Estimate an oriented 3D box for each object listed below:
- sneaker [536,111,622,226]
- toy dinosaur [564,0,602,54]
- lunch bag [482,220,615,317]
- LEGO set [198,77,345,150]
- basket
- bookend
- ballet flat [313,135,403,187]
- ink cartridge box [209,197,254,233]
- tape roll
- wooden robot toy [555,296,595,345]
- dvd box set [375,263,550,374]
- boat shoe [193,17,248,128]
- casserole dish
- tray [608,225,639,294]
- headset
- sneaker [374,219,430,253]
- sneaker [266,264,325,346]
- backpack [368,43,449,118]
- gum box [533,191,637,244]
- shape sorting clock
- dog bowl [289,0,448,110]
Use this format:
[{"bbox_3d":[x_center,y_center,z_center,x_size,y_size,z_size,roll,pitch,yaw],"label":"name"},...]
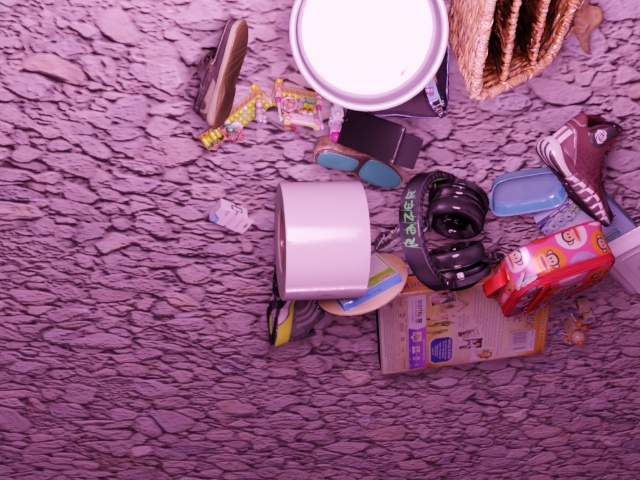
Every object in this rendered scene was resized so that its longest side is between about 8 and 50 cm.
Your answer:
[{"bbox_3d":[0.575,-0.155,1.978,0.162,0.106,0.281,-44,128,3],"label":"sneaker"},{"bbox_3d":[0.475,-0.396,1.773,0.093,0.053,0.183,-13,136,2],"label":"toy dinosaur"},{"bbox_3d":[0.476,0.070,2.067,0.258,0.120,0.293,-18,163,-4],"label":"lunch bag"},{"bbox_3d":[-0.093,-0.220,1.817,0.287,0.107,0.132,-8,136,-2],"label":"LEGO set"},{"bbox_3d":[0.347,-0.409,1.618,0.213,0.223,0.299,-3,135,-6],"label":"basket"},{"bbox_3d":[0.143,-0.184,1.821,0.156,0.157,0.072,10,102,-43],"label":"bookend"},{"bbox_3d":[0.077,-0.166,1.930,0.206,0.067,0.073,19,134,-30],"label":"ballet flat"},{"bbox_3d":[-0.188,-0.051,2.030,0.083,0.028,0.048,24,127,-29],"label":"ink cartridge box"},{"bbox_3d":[0.000,0.000,1.960,0.169,0.246,0.246,-2,135,-8],"label":"tape roll"},{"bbox_3d":[0.655,0.225,2.413,0.076,0.079,0.173,2,135,-11],"label":"wooden robot toy"},{"bbox_3d":[0.345,0.188,2.337,0.420,0.062,0.307,-8,136,-1],"label":"dvd box set"},{"bbox_3d":[-0.189,-0.306,1.738,0.073,0.080,0.223,27,130,10],"label":"boat shoe"},{"bbox_3d":[0.447,-0.110,2.070,0.188,0.037,0.114,-10,135,-1],"label":"casserole dish"},{"bbox_3d":[0.754,0.056,2.263,0.145,0.030,0.270,-32,141,20],"label":"tray"},{"bbox_3d":[0.268,0.000,2.038,0.185,0.243,0.394,-11,161,37],"label":"headset"},{"bbox_3d":[0.188,-0.010,2.126,0.135,0.052,0.058,-24,144,25],"label":"sneaker"},{"bbox_3d":[-0.045,0.128,2.197,0.121,0.111,0.300,-5,142,-19],"label":"sneaker"},{"bbox_3d":[0.158,-0.313,1.757,0.158,0.117,0.173,2,100,0],"label":"backpack"},{"bbox_3d":[0.596,-0.041,2.160,0.157,0.041,0.184,-36,131,25],"label":"gum box"},{"bbox_3d":[0.090,0.095,2.078,0.206,0.206,0.040,-18,118,9],"label":"shape sorting clock"},{"bbox_3d":[0.080,-0.357,1.626,0.265,0.104,0.265,0,105,0],"label":"dog bowl"}]
